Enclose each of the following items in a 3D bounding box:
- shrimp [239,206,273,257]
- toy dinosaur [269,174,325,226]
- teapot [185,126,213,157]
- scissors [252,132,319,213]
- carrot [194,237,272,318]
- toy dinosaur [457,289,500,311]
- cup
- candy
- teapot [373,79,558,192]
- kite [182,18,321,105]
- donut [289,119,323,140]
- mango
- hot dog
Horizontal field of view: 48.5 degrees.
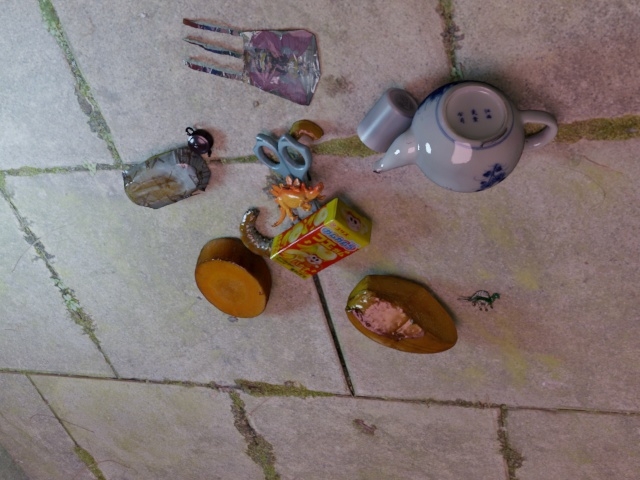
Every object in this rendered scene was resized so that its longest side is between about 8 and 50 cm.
[{"bbox_3d":[-0.162,-0.022,2.093,0.161,0.049,0.166,11,125,15],"label":"shrimp"},{"bbox_3d":[-0.082,-0.116,1.922,0.117,0.070,0.288,51,144,-9],"label":"toy dinosaur"},{"bbox_3d":[-0.333,-0.268,1.938,0.068,0.045,0.100,-28,116,35],"label":"teapot"},{"bbox_3d":[-0.049,-0.150,1.934,0.191,0.029,0.360,4,140,40],"label":"scissors"},{"bbox_3d":[-0.277,0.133,2.231,0.259,0.100,0.307,15,135,12],"label":"carrot"},{"bbox_3d":[0.454,0.168,2.038,0.120,0.029,0.060,10,116,20],"label":"toy dinosaur"},{"bbox_3d":[0.174,-0.290,1.709,0.099,0.136,0.133,56,134,17],"label":"cup"},{"bbox_3d":[0.000,0.000,1.990,0.146,0.088,0.276,36,134,-29],"label":"candy"},{"bbox_3d":[0.328,-0.221,1.610,0.424,0.252,0.280,-10,160,-3],"label":"teapot"},{"bbox_3d":[-0.173,-0.444,1.744,0.361,0.022,0.204,13,132,9],"label":"kite"},{"bbox_3d":[-0.039,-0.273,1.828,0.083,0.038,0.067,30,130,-3],"label":"donut"},{"bbox_3d":[0.243,0.223,2.069,0.350,0.201,0.199,27,170,-14],"label":"mango"},{"bbox_3d":[-0.447,-0.179,2.039,0.271,0.081,0.162,-18,130,23],"label":"hot dog"}]
